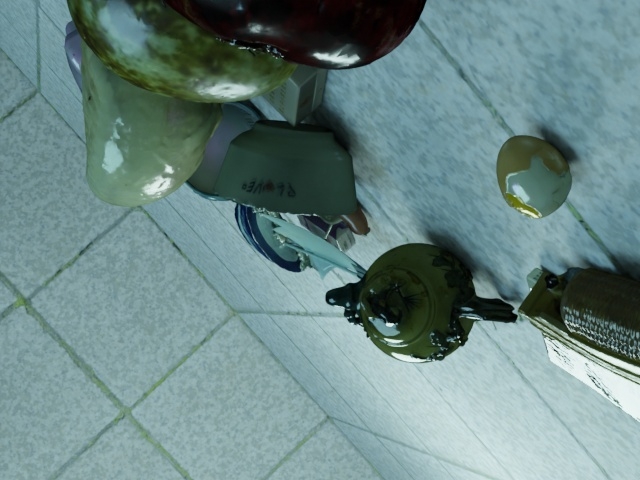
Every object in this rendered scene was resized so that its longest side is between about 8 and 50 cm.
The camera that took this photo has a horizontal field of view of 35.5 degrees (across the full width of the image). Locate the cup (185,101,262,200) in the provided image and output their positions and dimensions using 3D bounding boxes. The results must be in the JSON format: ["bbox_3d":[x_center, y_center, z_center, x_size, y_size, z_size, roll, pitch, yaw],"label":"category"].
[{"bbox_3d":[-0.165,-0.141,1.717,0.300,0.167,0.173,21,172,1],"label":"cup"}]

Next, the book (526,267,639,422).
[{"bbox_3d":[0.370,0.155,1.210,0.264,0.027,0.202,36,161,39],"label":"book"}]

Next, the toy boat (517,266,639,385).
[{"bbox_3d":[0.323,0.088,1.031,0.115,0.089,0.310,46,169,-33],"label":"toy boat"}]

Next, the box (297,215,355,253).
[{"bbox_3d":[0.008,-0.025,1.769,0.117,0.036,0.050,36,162,34],"label":"box"}]

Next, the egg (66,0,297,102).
[{"bbox_3d":[-0.150,-0.277,1.145,0.289,0.238,0.238,32,167,-5],"label":"egg"}]

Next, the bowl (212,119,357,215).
[{"bbox_3d":[-0.043,-0.111,1.438,0.211,0.212,0.112,26,111,56],"label":"bowl"}]

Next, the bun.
[{"bbox_3d":[-0.249,-0.229,1.493,0.361,0.213,0.360,179,90,-76],"label":"bun"}]

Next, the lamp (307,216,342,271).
[{"bbox_3d":[0.000,0.000,1.706,0.050,0.056,0.198,46,149,19],"label":"lamp"}]

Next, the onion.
[{"bbox_3d":[-0.028,-0.265,0.878,0.281,0.281,0.221,51,-151,-14],"label":"onion"}]

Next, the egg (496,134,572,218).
[{"bbox_3d":[0.210,-0.065,0.991,0.083,0.071,0.071,51,166,-7],"label":"egg"}]

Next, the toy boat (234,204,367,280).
[{"bbox_3d":[-0.023,0.022,1.674,0.292,0.070,0.210,31,167,14],"label":"toy boat"}]

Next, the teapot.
[{"bbox_3d":[0.134,0.091,1.398,0.270,0.173,0.183,6,-177,31],"label":"teapot"}]

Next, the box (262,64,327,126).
[{"bbox_3d":[-0.081,-0.260,1.344,0.201,0.058,0.141,44,166,10],"label":"box"}]

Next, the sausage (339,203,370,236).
[{"bbox_3d":[0.020,-0.079,1.574,0.176,0.040,0.047,53,159,-22],"label":"sausage"}]

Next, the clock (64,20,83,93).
[{"bbox_3d":[-0.393,-0.280,1.963,0.322,0.113,0.295,62,179,-26],"label":"clock"}]
